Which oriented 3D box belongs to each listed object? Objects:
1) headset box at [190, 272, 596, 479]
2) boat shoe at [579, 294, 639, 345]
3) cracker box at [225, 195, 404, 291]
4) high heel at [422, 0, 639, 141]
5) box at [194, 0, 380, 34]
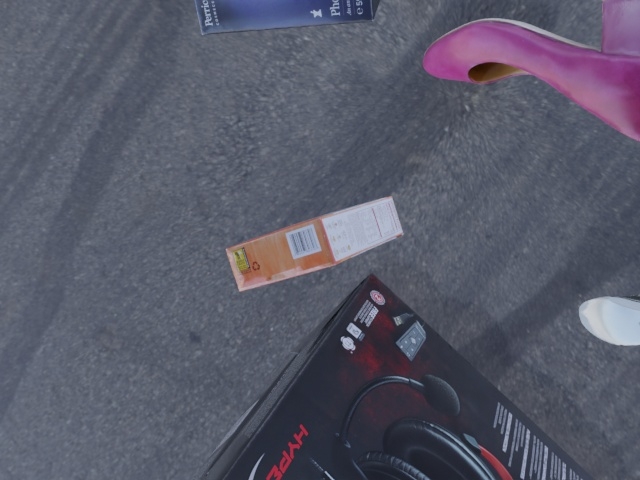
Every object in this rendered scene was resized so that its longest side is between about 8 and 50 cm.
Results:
[{"bbox_3d":[0.071,0.192,0.369,0.293,0.218,0.110,43,123,1],"label":"headset box"},{"bbox_3d":[0.519,0.123,1.033,0.219,0.070,0.078,1,106,56],"label":"boat shoe"},{"bbox_3d":[0.000,0.000,0.924,0.155,0.232,0.067,-18,91,30],"label":"cracker box"},{"bbox_3d":[0.181,-0.128,0.553,0.244,0.082,0.117,5,97,47],"label":"high heel"},{"bbox_3d":[-0.062,-0.503,1.041,0.294,0.183,0.296,-1,124,12],"label":"box"}]
